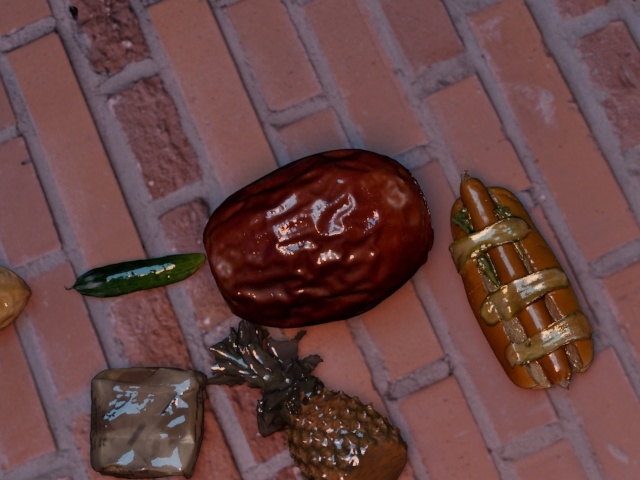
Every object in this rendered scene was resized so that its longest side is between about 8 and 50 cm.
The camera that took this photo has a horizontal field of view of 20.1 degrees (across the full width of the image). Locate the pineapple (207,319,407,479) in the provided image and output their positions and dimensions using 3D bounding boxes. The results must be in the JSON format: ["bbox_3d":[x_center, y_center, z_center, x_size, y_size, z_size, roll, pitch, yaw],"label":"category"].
[{"bbox_3d":[-0.019,0.178,1.950,0.251,0.125,0.125,39,82,28],"label":"pineapple"}]

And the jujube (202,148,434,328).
[{"bbox_3d":[0.000,0.000,1.951,0.243,0.183,0.183,-20,71,0],"label":"jujube"}]

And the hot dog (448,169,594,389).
[{"bbox_3d":[0.211,0.045,1.965,0.109,0.072,0.270,-24,72,-2],"label":"hot dog"}]

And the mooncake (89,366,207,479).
[{"bbox_3d":[-0.190,0.200,1.977,0.130,0.073,0.125,1,72,12],"label":"mooncake"}]

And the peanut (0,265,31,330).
[{"bbox_3d":[-0.434,0.079,2.051,0.214,0.099,0.100,-7,72,1],"label":"peanut"}]

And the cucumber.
[{"bbox_3d":[-0.212,0.040,2.050,0.167,0.039,0.039,-11,71,3],"label":"cucumber"}]
